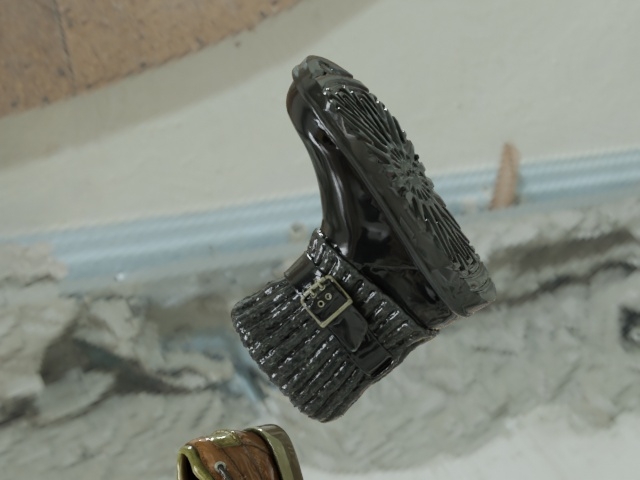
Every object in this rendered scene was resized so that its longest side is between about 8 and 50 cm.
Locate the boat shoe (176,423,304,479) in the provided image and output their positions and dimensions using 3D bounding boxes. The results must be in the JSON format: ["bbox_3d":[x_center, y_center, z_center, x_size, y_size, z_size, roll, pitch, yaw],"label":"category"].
[{"bbox_3d":[-0.052,0.318,1.337,0.104,0.307,0.111,-5,-27,-38],"label":"boat shoe"}]

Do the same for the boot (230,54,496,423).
[{"bbox_3d":[-0.001,0.001,1.632,0.260,0.348,0.131,-35,-10,23],"label":"boot"}]
